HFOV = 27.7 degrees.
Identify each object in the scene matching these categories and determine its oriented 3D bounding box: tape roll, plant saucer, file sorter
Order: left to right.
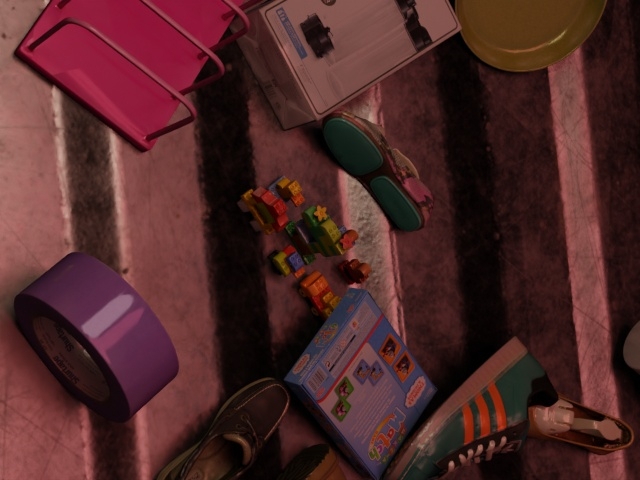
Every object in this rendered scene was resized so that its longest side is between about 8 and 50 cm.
[{"bbox_3d":[-0.255,0.110,1.474,0.080,0.189,0.189,-42,106,-29],"label":"tape roll"},{"bbox_3d":[-0.183,-0.293,1.568,0.202,0.182,0.290,38,67,-22],"label":"file sorter"},{"bbox_3d":[0.305,-0.366,1.906,0.241,0.037,0.241,-7,120,-13],"label":"plant saucer"}]

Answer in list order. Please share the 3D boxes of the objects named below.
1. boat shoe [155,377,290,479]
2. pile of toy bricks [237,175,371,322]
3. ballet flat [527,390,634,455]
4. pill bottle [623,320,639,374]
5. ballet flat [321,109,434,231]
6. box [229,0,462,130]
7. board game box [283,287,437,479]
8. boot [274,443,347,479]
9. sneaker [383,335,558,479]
[{"bbox_3d":[-0.109,0.256,1.616,0.223,0.073,0.080,-41,106,-28],"label":"boat shoe"},{"bbox_3d":[0.000,0.000,1.694,0.118,0.105,0.212,-42,107,-28],"label":"pile of toy bricks"},{"bbox_3d":[0.367,0.261,1.912,0.232,0.073,0.080,18,75,-29],"label":"ballet flat"},{"bbox_3d":[0.588,0.214,2.018,0.246,0.136,0.136,35,68,-24],"label":"pill bottle"},{"bbox_3d":[0.082,-0.108,1.785,0.221,0.077,0.079,48,44,-24],"label":"ballet flat"},{"bbox_3d":[0.038,-0.291,1.761,0.290,0.087,0.169,-34,103,-30],"label":"box"},{"bbox_3d":[0.058,0.191,1.716,0.160,0.039,0.211,-53,127,-25],"label":"board game box"},{"bbox_3d":[0.009,0.431,1.663,0.236,0.089,0.269,-40,106,-29],"label":"boot"},{"bbox_3d":[0.216,0.259,1.780,0.121,0.108,0.302,46,59,9],"label":"sneaker"}]
